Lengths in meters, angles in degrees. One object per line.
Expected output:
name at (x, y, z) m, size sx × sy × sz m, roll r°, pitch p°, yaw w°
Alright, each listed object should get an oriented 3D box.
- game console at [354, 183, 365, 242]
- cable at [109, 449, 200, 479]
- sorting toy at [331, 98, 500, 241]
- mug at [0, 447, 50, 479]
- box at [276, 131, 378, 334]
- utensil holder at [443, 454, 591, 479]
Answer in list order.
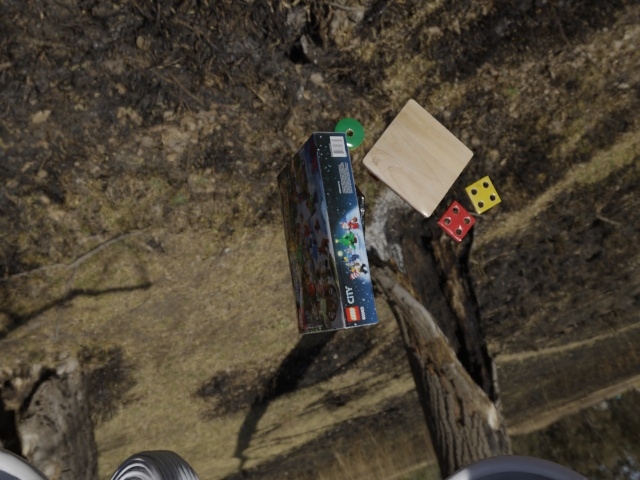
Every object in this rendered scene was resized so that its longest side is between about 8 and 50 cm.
game console at (0.032, -0.012, 0.821) m, size 0.085 × 0.124 × 0.143 m, roll -4°, pitch 111°, yaw -5°
cable at (-0.313, 0.522, 0.884) m, size 0.089 × 0.257 × 0.257 m, roll 25°, pitch 93°, yaw -48°
sorting toy at (0.151, -0.118, 0.752) m, size 0.132 × 0.275 × 0.046 m, roll -53°, pitch -172°, yaw -13°
mug at (-0.286, 0.333, 0.271) m, size 0.276 × 0.374 × 0.327 m, roll 20°, pitch 101°, yaw -29°
box at (0.000, 0.000, 0.626) m, size 0.044 × 0.232 × 0.159 m, roll -4°, pitch 169°, yaw -23°
utensil holder at (0.346, 0.563, 0.748) m, size 0.328 × 0.327 × 0.385 m, roll -24°, pitch 132°, yaw 11°
